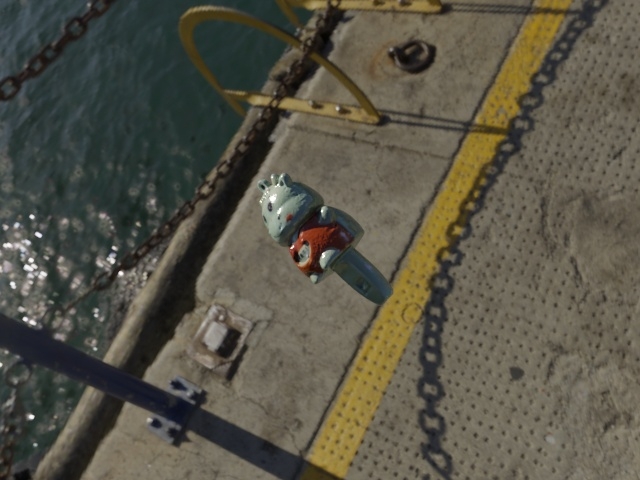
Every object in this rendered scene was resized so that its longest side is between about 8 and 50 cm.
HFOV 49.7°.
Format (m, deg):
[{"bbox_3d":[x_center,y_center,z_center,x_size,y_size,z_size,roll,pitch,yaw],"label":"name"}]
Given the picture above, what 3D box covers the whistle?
[{"bbox_3d":[0.001,0.000,0.982,0.253,0.102,0.106,42,80,8],"label":"whistle"}]
